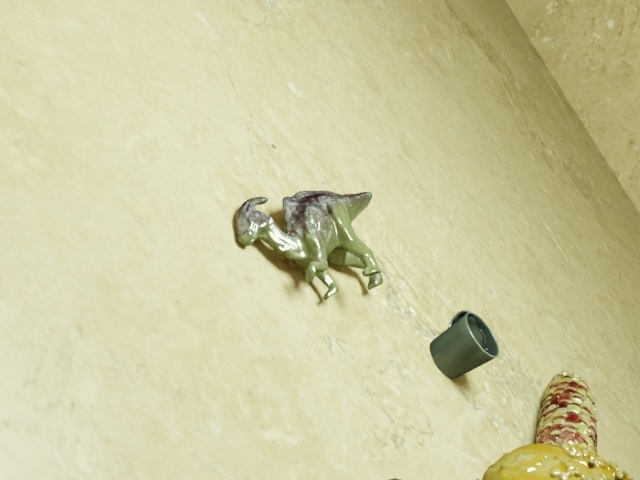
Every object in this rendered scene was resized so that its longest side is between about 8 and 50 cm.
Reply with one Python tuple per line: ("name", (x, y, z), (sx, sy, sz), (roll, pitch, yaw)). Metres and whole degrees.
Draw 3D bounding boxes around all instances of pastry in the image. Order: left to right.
("pastry", (0.334, 0.395, 1.323), (0.284, 0.184, 0.316), (45, 27, -14))

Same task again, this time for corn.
("corn", (0.400, 0.300, 1.664), (0.098, 0.098, 0.290), (51, 23, -5))

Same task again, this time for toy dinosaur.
("toy dinosaur", (0.004, -0.004, 1.395), (0.162, 0.077, 0.294), (59, 27, 13))

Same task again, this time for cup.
("cup", (0.214, 0.152, 1.551), (0.078, 0.077, 0.100), (36, 31, -32))

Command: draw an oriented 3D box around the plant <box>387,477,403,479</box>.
("plant", (0.125, 0.331, 1.183), (0.174, 0.087, 0.085), (38, 54, -20))
